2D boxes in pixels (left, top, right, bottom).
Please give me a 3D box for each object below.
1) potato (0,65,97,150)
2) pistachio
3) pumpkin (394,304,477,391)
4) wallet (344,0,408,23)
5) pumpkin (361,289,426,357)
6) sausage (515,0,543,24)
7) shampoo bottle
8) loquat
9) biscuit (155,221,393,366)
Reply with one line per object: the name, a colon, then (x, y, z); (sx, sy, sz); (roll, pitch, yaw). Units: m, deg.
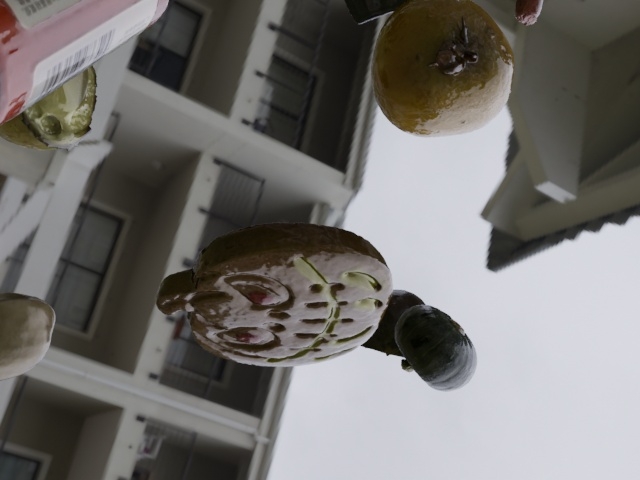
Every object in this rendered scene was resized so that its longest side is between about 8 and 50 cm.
potato: (-0.614, -0.317, 1.925); (0.242, 0.243, 0.285); (-4, -84, 64)
pistachio: (-0.427, 0.124, 1.140); (0.126, 0.186, 0.108); (101, -33, -52)
pumpkin: (0.202, 0.191, 1.597); (0.125, 0.167, 0.167); (-56, -155, 15)
wallet: (0.118, -0.631, 1.912); (0.041, 0.247, 0.322); (101, -33, -76)
pumpkin: (0.204, 0.207, 2.230); (0.169, 0.312, 0.148); (-157, -107, -69)
sausage: (0.549, -0.636, 2.357); (0.076, 0.076, 0.141); (-159, -101, -66)
shampoo bottle: (-0.173, -0.172, 0.615); (0.104, 0.104, 0.278); (-45, -174, 39)
loquat: (0.222, -0.318, 1.670); (0.275, 0.275, 0.274); (-46, -150, 37)
biscuit: (-0.072, 0.101, 1.366); (0.394, 0.351, 0.070); (97, -7, -59)
